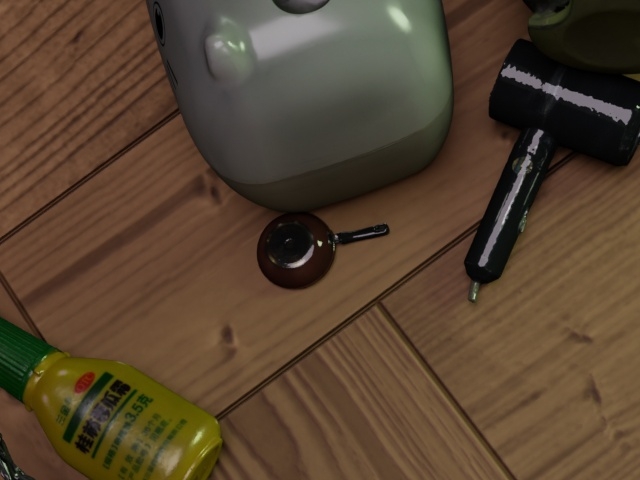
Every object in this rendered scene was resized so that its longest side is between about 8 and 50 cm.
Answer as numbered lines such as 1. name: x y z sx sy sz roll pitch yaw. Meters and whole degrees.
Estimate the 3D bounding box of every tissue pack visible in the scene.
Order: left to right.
1. tissue pack: -0.026 -0.208 1.047 0.230 0.236 0.333 -18 70 4

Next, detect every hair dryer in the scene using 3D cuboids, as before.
1. hair dryer: 0.174 -0.047 1.059 0.124 0.071 0.219 25 86 16

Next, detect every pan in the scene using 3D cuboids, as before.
1. pan: 0.000 0.000 1.093 0.115 0.023 0.068 -15 70 6

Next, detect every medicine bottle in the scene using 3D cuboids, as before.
1. medicine bottle: -0.204 0.128 1.071 0.261 0.064 0.095 29 80 18

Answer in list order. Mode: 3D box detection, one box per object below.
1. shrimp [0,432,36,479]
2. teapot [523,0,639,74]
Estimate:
1. shrimp: -0.195 0.295 0.962 0.137 0.172 0.372 -41 78 2
2. teapot: 0.267 -0.235 1.033 0.240 0.322 0.239 -11 64 42
